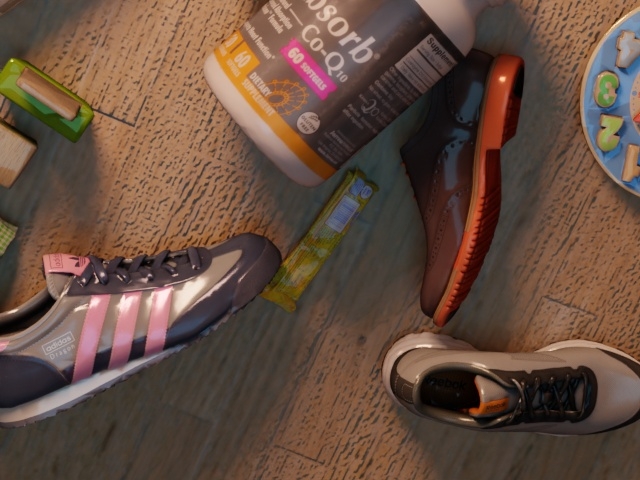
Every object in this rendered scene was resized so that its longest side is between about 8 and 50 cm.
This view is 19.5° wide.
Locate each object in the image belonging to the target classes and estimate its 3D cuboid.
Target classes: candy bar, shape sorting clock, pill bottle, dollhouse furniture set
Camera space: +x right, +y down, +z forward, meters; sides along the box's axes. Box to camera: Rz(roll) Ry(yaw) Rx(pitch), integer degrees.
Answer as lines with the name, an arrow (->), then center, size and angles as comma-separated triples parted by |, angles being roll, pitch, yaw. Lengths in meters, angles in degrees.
candy bar -> 0.000, 0.000, 1.827 | 0.040, 0.018, 0.161 | 33, 100, -14
shape sorting clock -> 0.353, -0.135, 1.800 | 0.206, 0.040, 0.206 | -1, 105, -3
pill bottle -> 0.041, -0.192, 1.706 | 0.278, 0.162, 0.162 | -42, 103, 7
dollhouse furniture set -> -0.370, -0.045, 1.715 | 0.197, 0.151, 0.301 | 34, 96, -10

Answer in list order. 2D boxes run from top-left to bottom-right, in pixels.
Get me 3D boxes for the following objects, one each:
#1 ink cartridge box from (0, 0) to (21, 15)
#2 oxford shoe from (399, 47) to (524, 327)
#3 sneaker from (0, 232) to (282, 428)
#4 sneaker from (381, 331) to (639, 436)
ink cartridge box -> -0.300, -0.345, 1.717 | 0.181, 0.056, 0.224 | -36, 85, 6
oxford shoe -> 0.123, -0.053, 1.794 | 0.098, 0.097, 0.271 | 14, 99, 14
sneaker -> -0.194, 0.054, 1.766 | 0.319, 0.112, 0.131 | -29, 110, -6
sneaker -> 0.198, 0.153, 1.832 | 0.271, 0.108, 0.100 | 3, 102, -5
